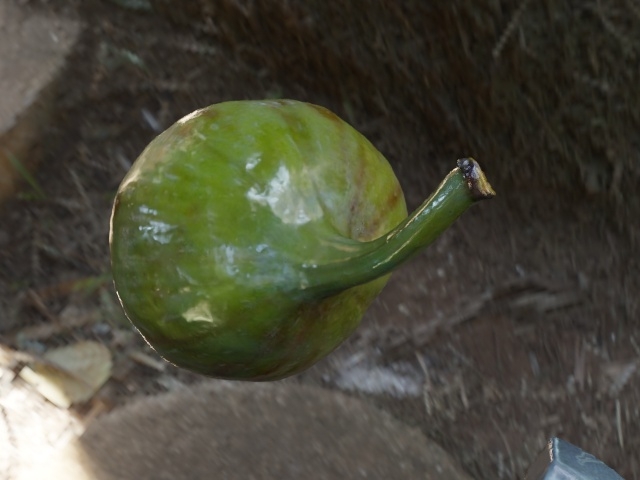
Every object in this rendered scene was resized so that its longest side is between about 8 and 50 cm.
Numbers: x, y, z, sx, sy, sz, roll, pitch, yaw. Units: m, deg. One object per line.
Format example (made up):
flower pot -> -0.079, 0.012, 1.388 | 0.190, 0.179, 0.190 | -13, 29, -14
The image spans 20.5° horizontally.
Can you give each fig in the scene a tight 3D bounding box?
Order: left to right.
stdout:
fig -> 0.000, 0.000, 0.808 | 0.149, 0.245, 0.149 | 0, 91, -28

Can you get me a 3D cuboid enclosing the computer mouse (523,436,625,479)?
computer mouse -> 0.138, 0.189, 0.725 | 0.071, 0.126, 0.231 | -19, 78, 5
